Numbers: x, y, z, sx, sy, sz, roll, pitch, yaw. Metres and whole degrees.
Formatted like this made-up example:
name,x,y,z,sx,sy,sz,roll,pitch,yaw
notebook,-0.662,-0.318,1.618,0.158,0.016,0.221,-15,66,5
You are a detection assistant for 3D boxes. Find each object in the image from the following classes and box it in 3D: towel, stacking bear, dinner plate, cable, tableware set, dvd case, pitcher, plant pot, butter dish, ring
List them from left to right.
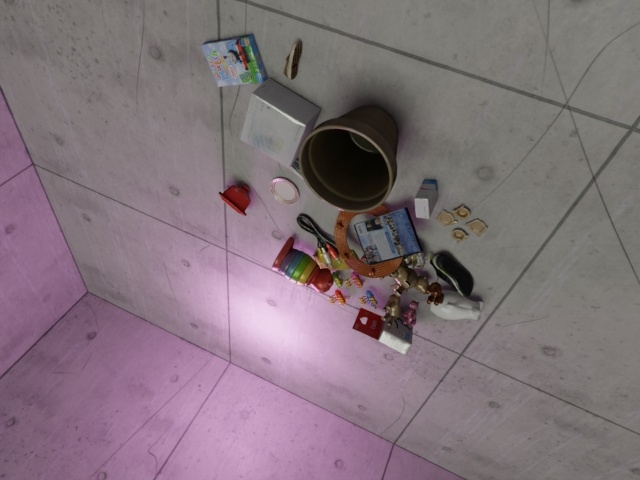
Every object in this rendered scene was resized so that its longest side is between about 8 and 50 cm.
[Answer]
name,x,y,z,sx,sy,sz,roll,pitch,yaw
butter dish,-0.371,-0.200,2.089,0.160,0.118,0.160,40,-179,-13
dinner plate,-0.156,-0.215,2.005,0.141,0.017,0.141,17,137,16
stacking bear,-0.068,0.141,2.177,0.289,0.164,0.175,31,149,4
cable,0.000,0.000,2.072,0.139,0.072,0.287,-18,118,44
towel,0.078,0.095,2.172,0.237,0.021,0.102,-6,121,38
plant pot,0.128,-0.304,1.533,0.323,0.280,0.323,18,139,16
ring,0.189,-0.002,1.885,0.337,0.032,0.336,15,115,35
dvd case,0.259,-0.011,1.791,0.253,0.022,0.180,-18,95,41
pitcher,0.572,0.278,1.936,0.207,0.125,0.178,11,176,20
tableware set,0.528,-0.063,1.727,0.169,0.020,0.141,43,139,-13

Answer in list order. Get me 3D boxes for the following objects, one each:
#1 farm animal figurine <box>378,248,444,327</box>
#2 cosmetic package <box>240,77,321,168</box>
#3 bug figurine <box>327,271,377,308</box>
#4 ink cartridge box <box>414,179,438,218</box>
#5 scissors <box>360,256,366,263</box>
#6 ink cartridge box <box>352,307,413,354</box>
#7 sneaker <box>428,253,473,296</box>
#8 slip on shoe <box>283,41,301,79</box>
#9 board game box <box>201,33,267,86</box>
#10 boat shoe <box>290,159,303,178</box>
name,x,y,z,sx,sy,sz,roll,pitch,yaw
farm animal figurine,0.369,0.189,1.964,0.330,0.172,0.326,-30,94,41
cosmetic package,-0.151,-0.428,1.697,0.225,0.138,0.224,30,140,0
bug figurine,0.149,0.242,2.232,0.279,0.072,0.216,-3,123,40
ink cartridge box,0.381,-0.149,1.652,0.052,0.122,0.088,7,134,26
scissors,0.321,0.137,2.060,0.297,0.021,0.109,29,131,-1
ink cartridge box,0.296,0.388,2.126,0.261,0.296,0.066,25,105,7
sneaker,0.537,0.136,1.897,0.234,0.084,0.097,48,160,-15
slip on shoe,-0.098,-0.610,1.552,0.041,0.051,0.135,36,147,14
board game box,-0.310,-0.643,1.655,0.212,0.039,0.160,5,134,29
boat shoe,-0.023,-0.269,1.832,0.319,0.116,0.099,37,97,4
